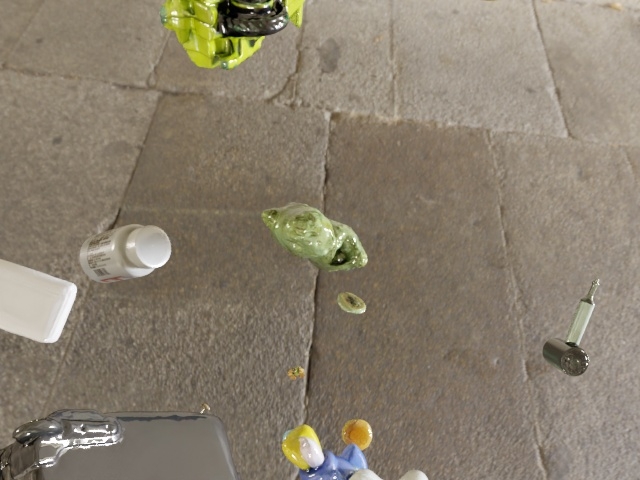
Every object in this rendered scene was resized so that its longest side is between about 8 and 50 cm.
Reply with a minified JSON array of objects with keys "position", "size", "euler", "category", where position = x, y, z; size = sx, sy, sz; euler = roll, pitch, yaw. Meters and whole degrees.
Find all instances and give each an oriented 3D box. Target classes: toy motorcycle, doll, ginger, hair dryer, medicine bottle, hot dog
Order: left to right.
[{"position":[-0.292,0.018,0.882],"size":[0.140,0.079,0.079],"euler":[-11,40,38],"category":"medicine bottle"},{"position":[-0.104,-0.359,0.822],"size":[0.206,0.142,0.342],"euler":[5,38,17],"category":"toy motorcycle"},{"position":[-0.052,0.282,1.257],"size":[0.037,0.083,0.021],"euler":[-9,68,-5],"category":"hot dog"},{"position":[0.001,-0.001,0.917],"size":[0.137,0.290,0.089],"euler":[38,90,25],"category":"ginger"},{"position":[0.094,0.511,1.143],"size":[0.365,0.376,0.187],"euler":[17,28,39],"category":"doll"},{"position":[0.512,0.166,1.168],"size":[0.057,0.100,0.198],"euler":[22,94,-4],"category":"hair dryer"}]

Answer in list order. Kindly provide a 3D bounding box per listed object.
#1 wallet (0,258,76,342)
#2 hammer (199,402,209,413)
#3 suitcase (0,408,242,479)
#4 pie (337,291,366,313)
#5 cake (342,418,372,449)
[{"position":[-0.450,0.081,0.851],"size":[0.189,0.033,0.095],"euler":[15,76,8],"category":"wallet"},{"position":[-0.353,0.510,1.657],"size":[0.029,0.014,0.123],"euler":[34,41,1],"category":"hammer"},{"position":[-0.223,0.382,0.699],"size":[0.339,0.188,0.345],"euler":[17,43,-48],"category":"suitcase"},{"position":[0.083,0.166,1.566],"size":[0.084,0.021,0.084],"euler":[15,30,-9],"category":"pie"},{"position":[0.102,0.541,1.642],"size":[0.084,0.044,0.084],"euler":[2,83,-16],"category":"cake"}]
